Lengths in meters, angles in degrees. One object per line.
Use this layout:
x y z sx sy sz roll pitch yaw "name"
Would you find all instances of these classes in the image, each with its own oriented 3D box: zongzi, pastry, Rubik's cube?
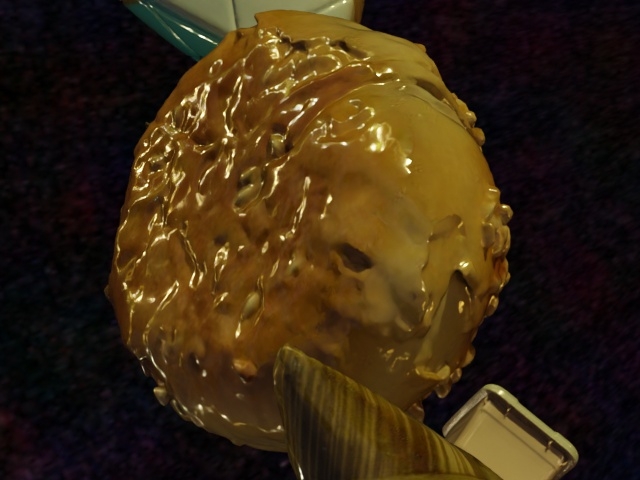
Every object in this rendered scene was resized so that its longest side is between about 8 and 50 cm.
0.092 0.199 0.749 0.286 0.134 0.288 41 164 52 "zongzi"
0.000 0.000 1.023 0.284 0.184 0.315 -52 42 14 "pastry"
-0.070 -0.185 1.183 0.254 0.254 0.254 7 105 28 "Rubik's cube"

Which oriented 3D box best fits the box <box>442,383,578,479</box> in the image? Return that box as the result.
0.129 0.170 1.149 0.089 0.062 0.122 38 153 5 "box"
